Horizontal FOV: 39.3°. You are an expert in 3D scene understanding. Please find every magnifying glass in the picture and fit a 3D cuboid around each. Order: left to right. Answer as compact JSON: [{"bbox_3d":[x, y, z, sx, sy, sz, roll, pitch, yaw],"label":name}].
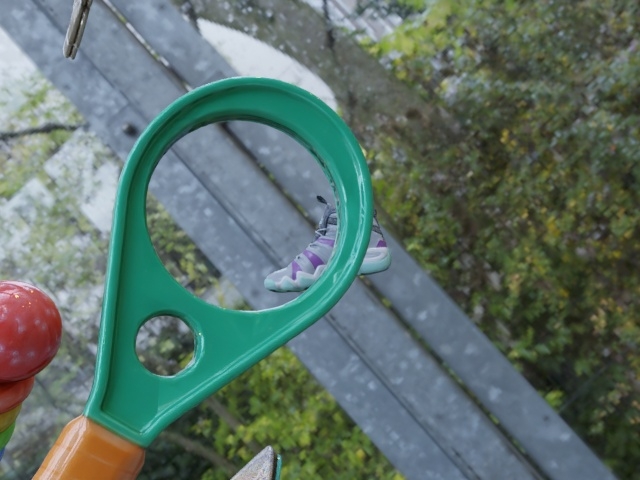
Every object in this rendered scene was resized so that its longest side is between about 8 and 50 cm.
[{"bbox_3d":[-0.058,0.044,0.307,0.231,0.092,0.026,-61,10,-19],"label":"magnifying glass"}]

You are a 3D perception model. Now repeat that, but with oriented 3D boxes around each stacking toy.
[{"bbox_3d":[-0.340,0.159,0.841,0.330,0.141,0.141,-51,-11,33],"label":"stacking toy"}]

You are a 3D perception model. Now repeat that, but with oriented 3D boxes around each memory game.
[{"bbox_3d":[-0.159,-0.221,0.651,0.186,0.012,0.186,-165,90,-71],"label":"memory game"}]

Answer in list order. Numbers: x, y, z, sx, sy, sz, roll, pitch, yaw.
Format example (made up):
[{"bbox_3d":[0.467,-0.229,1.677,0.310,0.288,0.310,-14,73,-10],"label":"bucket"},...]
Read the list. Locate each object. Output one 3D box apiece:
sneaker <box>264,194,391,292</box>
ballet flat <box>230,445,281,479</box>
[{"bbox_3d":[0.000,0.000,0.683,0.098,0.069,0.038,-13,-6,-6],"label":"sneaker"},{"bbox_3d":[-0.127,0.388,1.041,0.107,0.106,0.315,138,146,-72],"label":"ballet flat"}]
